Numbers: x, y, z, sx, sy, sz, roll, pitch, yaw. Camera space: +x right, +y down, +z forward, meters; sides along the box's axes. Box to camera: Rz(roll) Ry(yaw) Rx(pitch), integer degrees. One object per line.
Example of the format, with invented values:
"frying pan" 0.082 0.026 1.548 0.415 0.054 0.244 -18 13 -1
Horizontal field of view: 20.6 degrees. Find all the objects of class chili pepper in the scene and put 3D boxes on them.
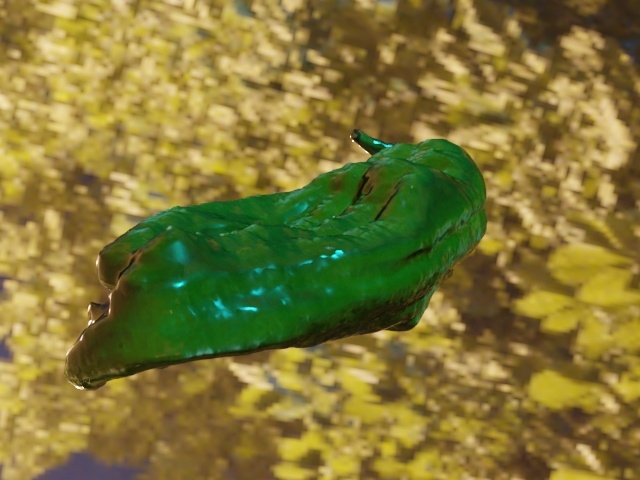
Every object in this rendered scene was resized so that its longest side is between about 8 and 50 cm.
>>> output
"chili pepper" -0.003 0.004 0.707 0.100 0.257 0.074 6 -78 34
